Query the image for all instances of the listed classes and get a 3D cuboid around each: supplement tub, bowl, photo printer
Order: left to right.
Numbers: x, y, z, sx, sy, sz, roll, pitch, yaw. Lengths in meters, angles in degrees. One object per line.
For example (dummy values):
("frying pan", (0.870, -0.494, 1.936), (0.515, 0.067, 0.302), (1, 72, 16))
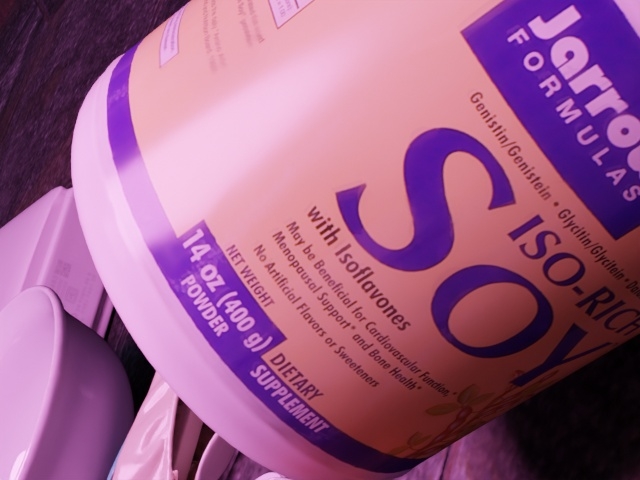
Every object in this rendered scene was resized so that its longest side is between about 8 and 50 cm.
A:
("photo printer", (-0.331, 0.098, 1.381), (0.307, 0.107, 0.256), (-25, 45, 52))
("bowl", (-0.236, 0.197, 1.080), (0.298, 0.134, 0.298), (-43, 33, 37))
("supplement tub", (0.083, -0.064, 0.564), (0.331, 0.241, 0.241), (-35, 35, 22))

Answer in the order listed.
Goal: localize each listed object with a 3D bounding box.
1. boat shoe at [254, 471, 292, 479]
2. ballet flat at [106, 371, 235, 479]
("boat shoe", (-0.028, 0.174, 0.771), (0.226, 0.083, 0.076), (-14, 55, 59))
("ballet flat", (-0.082, 0.101, 0.965), (0.086, 0.086, 0.248), (-12, 58, 59))
